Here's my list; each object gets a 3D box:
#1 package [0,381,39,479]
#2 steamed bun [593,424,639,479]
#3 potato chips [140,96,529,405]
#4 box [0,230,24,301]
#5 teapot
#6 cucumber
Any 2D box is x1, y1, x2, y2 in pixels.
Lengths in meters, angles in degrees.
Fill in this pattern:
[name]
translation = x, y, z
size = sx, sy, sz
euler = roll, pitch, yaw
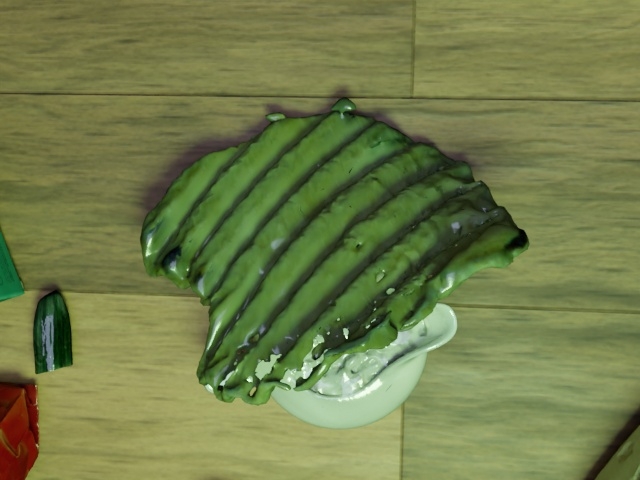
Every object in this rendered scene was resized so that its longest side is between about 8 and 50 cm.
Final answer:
[package]
translation = -0.478, 0.308, 1.028
size = 0.196, 0.423, 0.123
euler = 4, 122, 8
[steamed bun]
translation = 0.383, 0.325, 1.022
size = 0.170, 0.200, 0.225
euler = 34, 109, -6
[potato chips]
translation = 0.008, -0.004, 1.012
size = 0.389, 0.097, 0.373
euler = -27, 47, -8
[box]
translation = -0.480, 0.001, 1.034
size = 0.118, 0.311, 0.205
euler = -22, 90, 9
[teapot]
translation = 0.010, 0.123, 1.071
size = 0.298, 0.139, 0.204
euler = -21, 93, 7
[cucumber]
translation = -0.336, 0.114, 1.155
size = 0.048, 0.048, 0.105
euler = -2, 92, 7
